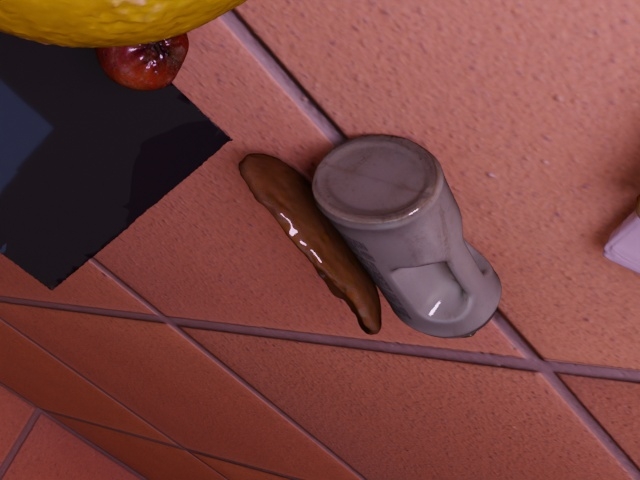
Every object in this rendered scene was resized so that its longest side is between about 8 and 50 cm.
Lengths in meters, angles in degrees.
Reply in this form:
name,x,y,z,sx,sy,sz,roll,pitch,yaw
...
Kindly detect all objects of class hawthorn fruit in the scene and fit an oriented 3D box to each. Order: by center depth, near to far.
name,x,y,z,sx,sy,sz,roll,pitch,yaw
hawthorn fruit,-0.141,-0.151,0.795,0.077,0.077,0.077,23,156,11

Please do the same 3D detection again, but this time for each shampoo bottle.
name,x,y,z,sx,sy,sz,roll,pitch,yaw
shampoo bottle,0.087,0.015,0.865,0.118,0.087,0.234,18,156,38

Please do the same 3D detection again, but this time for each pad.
name,x,y,z,sx,sy,sz,roll,pitch,yaw
pad,-0.287,-0.127,0.875,0.247,0.007,0.367,-36,123,17

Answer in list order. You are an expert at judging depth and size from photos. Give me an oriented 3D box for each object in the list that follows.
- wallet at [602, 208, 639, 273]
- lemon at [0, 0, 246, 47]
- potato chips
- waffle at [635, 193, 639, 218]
name,x,y,z,sx,sy,sz,roll,pitch,yaw
wallet,0.303,0.028,0.728,0.190,0.033,0.095,27,158,4
lemon,-0.092,-0.197,0.451,0.240,0.240,0.219,3,166,44
potato chips,0.000,0.000,0.918,0.202,0.049,0.150,57,-177,-6
waffle,0.338,-0.012,0.576,0.274,0.057,0.168,25,156,5
